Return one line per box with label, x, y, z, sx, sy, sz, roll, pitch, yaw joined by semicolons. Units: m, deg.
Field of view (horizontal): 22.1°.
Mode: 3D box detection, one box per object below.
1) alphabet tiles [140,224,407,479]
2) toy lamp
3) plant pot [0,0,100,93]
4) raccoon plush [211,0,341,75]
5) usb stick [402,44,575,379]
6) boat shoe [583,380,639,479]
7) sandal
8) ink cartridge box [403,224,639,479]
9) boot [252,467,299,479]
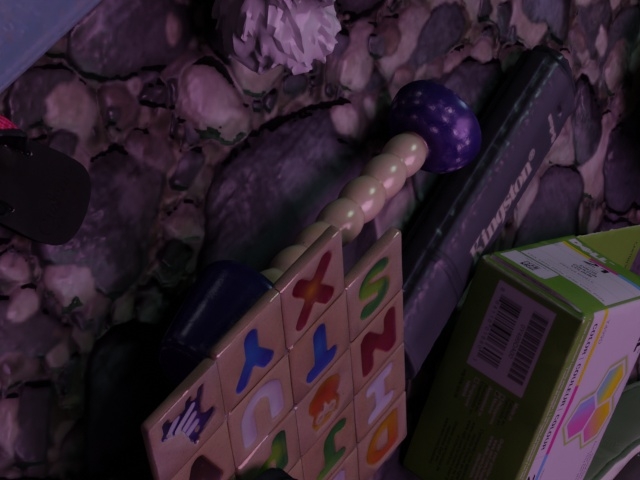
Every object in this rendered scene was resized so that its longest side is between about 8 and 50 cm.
alphabet tiles;-0.032;0.155;1.029;0.285;0.011;0.342;-46;151;-30
toy lamp;0.000;0.000;1.042;0.274;0.080;0.080;-44;134;-36
plant pot;-0.262;-0.105;0.528;0.252;0.248;0.247;-50;132;-6
raccoon plush;-0.034;-0.306;0.797;0.299;0.216;0.446;5;99;-45
usb stick;0.110;-0.022;1.197;0.278;0.045;0.077;-57;142;-22
boat shoe;0.267;0.193;1.452;0.227;0.081;0.069;-26;126;-36
sandal;-0.172;-0.038;0.835;0.179;0.040;0.067;21;86;-53
ink cartridge box;0.199;0.096;1.277;0.255;0.097;0.189;-11;126;-50
boot;0.034;0.265;1.008;0.094;0.207;0.246;-45;149;-31
